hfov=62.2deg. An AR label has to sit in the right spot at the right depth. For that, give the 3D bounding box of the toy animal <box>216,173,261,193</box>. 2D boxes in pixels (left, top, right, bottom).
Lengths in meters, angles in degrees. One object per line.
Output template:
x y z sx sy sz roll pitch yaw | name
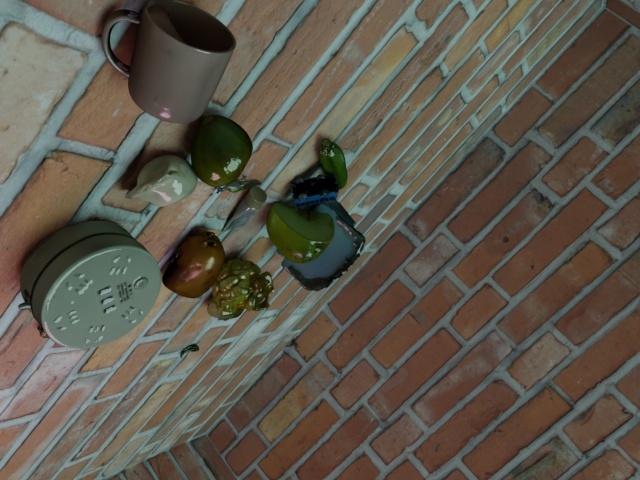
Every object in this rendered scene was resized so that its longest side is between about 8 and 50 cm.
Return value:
-0.258 -0.197 1.812 0.075 0.041 0.217 -35 171 40 | toy animal

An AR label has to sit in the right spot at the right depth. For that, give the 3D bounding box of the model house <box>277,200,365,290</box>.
0.000 0.000 2.450 0.360 0.297 0.339 -48 -169 13 | model house

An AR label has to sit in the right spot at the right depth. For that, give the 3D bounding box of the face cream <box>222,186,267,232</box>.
-0.280 -0.106 1.959 0.114 0.070 0.224 -22 164 -45 | face cream

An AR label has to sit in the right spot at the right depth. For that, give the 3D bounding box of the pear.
-0.075 -0.008 2.118 0.292 0.292 0.159 -17 141 -51 | pear

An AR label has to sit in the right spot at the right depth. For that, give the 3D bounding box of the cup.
-0.334 -0.381 1.126 0.253 0.191 0.200 11 133 -30 | cup

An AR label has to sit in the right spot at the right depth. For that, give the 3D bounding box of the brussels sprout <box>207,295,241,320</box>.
-0.415 0.282 2.364 0.161 0.144 0.180 -12 -178 17 | brussels sprout

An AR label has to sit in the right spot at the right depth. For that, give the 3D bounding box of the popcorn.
-0.323 0.190 2.195 0.257 0.224 0.270 10 159 -21 | popcorn

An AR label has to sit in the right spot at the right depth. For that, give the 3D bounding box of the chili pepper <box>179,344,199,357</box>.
-0.638 0.539 2.611 0.118 0.035 0.055 -19 133 -57 | chili pepper

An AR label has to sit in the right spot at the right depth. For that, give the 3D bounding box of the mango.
-0.442 0.091 1.896 0.201 0.152 0.287 -33 162 -50 | mango

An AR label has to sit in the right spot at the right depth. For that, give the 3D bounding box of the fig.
-0.280 -0.253 1.476 0.181 0.181 0.191 -34 130 -23 | fig

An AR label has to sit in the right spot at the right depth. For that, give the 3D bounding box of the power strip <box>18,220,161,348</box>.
-0.634 0.128 1.464 0.357 0.161 0.357 -32 141 -30 | power strip

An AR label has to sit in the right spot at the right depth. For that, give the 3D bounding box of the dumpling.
-0.440 -0.157 1.477 0.179 0.131 0.252 -28 -174 16 | dumpling

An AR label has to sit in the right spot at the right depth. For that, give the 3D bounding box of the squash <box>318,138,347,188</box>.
0.053 -0.304 2.115 0.101 0.101 0.379 -42 159 -4 | squash

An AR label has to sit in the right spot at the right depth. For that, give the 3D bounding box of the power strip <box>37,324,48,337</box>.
-0.803 0.277 1.746 0.064 0.044 0.305 -47 161 13 | power strip

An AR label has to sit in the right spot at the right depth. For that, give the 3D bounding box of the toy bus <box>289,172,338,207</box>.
-0.023 -0.197 2.098 0.184 0.090 0.106 -11 158 -1 | toy bus
